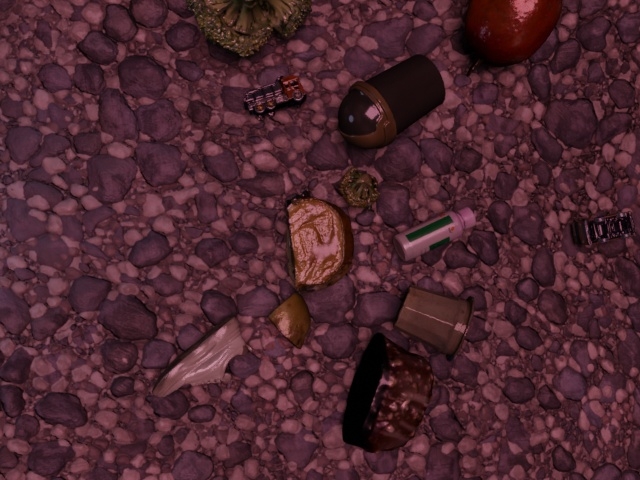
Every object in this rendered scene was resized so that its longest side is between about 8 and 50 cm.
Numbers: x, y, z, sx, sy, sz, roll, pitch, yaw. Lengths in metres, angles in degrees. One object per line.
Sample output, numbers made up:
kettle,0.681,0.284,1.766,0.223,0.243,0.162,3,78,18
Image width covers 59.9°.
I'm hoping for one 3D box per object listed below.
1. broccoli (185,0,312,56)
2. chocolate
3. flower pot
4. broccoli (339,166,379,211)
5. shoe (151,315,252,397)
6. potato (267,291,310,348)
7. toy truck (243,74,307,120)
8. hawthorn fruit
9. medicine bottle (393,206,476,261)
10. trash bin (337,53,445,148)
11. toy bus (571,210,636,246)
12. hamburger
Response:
broccoli,-0.208,-0.671,1.629,0.374,0.302,0.249,2,126,-12
chocolate,0.216,0.469,1.653,0.209,0.225,0.341,19,88,-14
flower pot,0.341,0.233,1.702,0.202,0.212,0.213,22,85,8
broccoli,0.122,-0.162,1.716,0.130,0.120,0.131,31,59,2
shoe,-0.332,0.376,1.636,0.316,0.124,0.159,-42,100,-7
potato,-0.070,0.244,1.691,0.120,0.081,0.149,-43,93,-5
toy truck,-0.143,-0.441,1.713,0.191,0.083,0.092,-19,85,-7
hawthorn fruit,0.569,-0.676,1.739,0.284,0.285,0.369,30,107,-5
medicine bottle,0.361,-0.025,1.752,0.259,0.095,0.095,-24,91,-6
trash bin,0.200,-0.412,1.692,0.333,0.214,0.214,-33,92,-11
toy bus,0.921,-0.038,1.820,0.181,0.103,0.092,-10,89,-13
hamburger,0.000,0.000,1.685,0.210,0.132,0.309,-5,88,-8
